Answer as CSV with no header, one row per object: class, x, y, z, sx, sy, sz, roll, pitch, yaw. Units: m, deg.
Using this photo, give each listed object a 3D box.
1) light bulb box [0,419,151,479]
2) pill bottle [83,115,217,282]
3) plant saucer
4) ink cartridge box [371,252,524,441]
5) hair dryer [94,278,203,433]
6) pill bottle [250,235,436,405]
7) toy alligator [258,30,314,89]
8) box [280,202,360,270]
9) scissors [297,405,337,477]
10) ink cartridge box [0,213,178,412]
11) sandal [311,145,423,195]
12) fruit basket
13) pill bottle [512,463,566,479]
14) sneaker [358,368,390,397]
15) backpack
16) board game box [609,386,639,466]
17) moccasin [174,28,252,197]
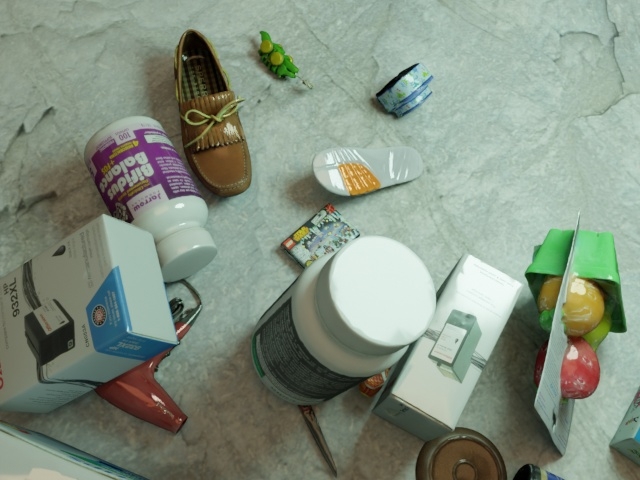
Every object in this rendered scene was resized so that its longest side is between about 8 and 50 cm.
light bulb box,-0.383,0.426,0.991,0.358,0.361,0.225,21,68,5
pill bottle,-0.320,-0.077,1.307,0.169,0.169,0.301,-28,72,-14
plant saucer,0.256,0.419,1.219,0.169,0.029,0.168,1,68,-3
ink cartridge box,0.221,0.198,1.211,0.122,0.211,0.289,30,70,8
hair dryer,-0.308,0.211,1.238,0.224,0.080,0.293,-15,70,-10
pill bottle,0.027,0.140,1.119,0.204,0.361,0.204,9,64,-19
toy alligator,-0.088,-0.389,1.519,0.051,0.056,0.189,-45,74,24
box,0.000,0.000,1.374,0.137,0.027,0.094,-41,75,-18
scissors,-0.044,0.293,1.257,0.109,0.021,0.297,-7,69,-10
ink cartridge box,-0.420,0.131,1.157,0.308,0.129,0.223,-29,64,17
sandal,0.094,-0.140,1.421,0.265,0.076,0.101,-7,82,-29
fruit basket,0.429,0.168,1.203,0.166,0.327,0.353,12,68,33
pill bottle,0.432,0.482,1.155,0.219,0.123,0.122,25,68,6
sneaker,0.114,0.214,1.279,0.064,0.067,0.175,32,53,7
backpack,0.192,-0.327,1.476,0.105,0.114,0.084,-44,97,-20
board game box,0.724,0.367,1.238,0.303,0.097,0.224,34,69,11
moccasin,-0.224,-0.265,1.403,0.139,0.147,0.379,-8,68,-7
